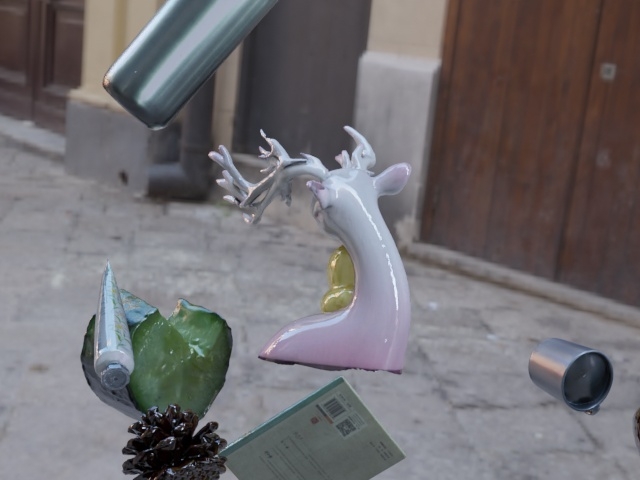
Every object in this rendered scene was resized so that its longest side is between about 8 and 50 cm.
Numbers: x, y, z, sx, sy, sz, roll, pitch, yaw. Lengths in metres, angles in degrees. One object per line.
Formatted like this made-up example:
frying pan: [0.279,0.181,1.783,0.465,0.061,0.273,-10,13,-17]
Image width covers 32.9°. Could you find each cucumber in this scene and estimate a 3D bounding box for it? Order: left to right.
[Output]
cucumber: [-0.233,0.164,1.491,0.130,0.191,0.191,10,13,41]

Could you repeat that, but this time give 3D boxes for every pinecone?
pinecone: [-0.186,0.269,1.370,0.140,0.140,0.121,-7,50,-42]

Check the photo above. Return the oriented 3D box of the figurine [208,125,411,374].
figurine: [-0.009,-0.002,1.381,0.206,0.316,0.284,8,-3,-31]

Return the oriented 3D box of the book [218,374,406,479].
book: [-0.015,0.387,1.958,0.282,0.215,0.025,-32,19,15]

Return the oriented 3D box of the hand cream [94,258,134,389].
hand cream: [-0.233,0.096,1.213,0.042,0.067,0.194,-3,31,-11]

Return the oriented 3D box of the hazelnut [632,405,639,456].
hazelnut: [0.495,0.229,1.298,0.218,0.218,0.234,11,14,20]

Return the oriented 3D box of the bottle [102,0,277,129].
bottle: [-0.100,-0.218,1.007,0.079,0.254,0.096,43,3,12]

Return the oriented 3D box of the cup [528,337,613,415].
cup: [0.311,0.172,1.342,0.078,0.100,0.077,-33,23,-16]
